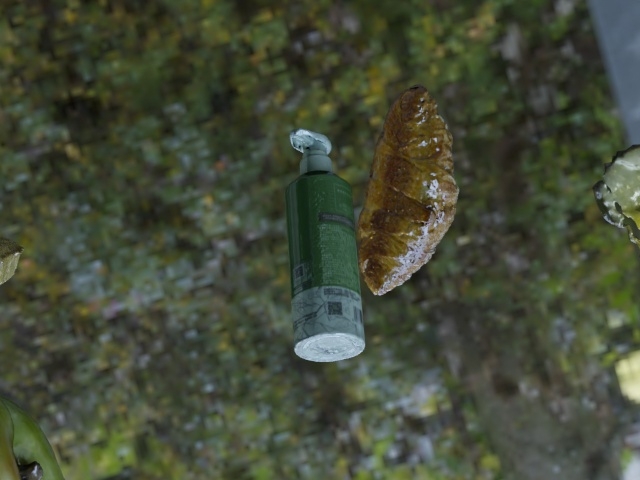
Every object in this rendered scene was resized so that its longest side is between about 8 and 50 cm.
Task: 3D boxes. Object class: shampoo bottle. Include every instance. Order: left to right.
[{"bbox_3d":[0.000,0.000,1.453,0.065,0.204,0.065,-3,153,-2],"label":"shampoo bottle"}]

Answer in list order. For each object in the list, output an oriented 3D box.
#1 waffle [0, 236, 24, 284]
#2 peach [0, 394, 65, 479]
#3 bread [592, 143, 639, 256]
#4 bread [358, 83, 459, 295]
[{"bbox_3d":[-0.483,-0.003,1.922,0.274,0.057,0.168,15,-177,-5],"label":"waffle"},{"bbox_3d":[-0.372,0.266,1.499,0.315,0.314,0.281,-40,139,13],"label":"peach"},{"bbox_3d":[0.259,0.005,1.051,0.140,0.160,0.169,-19,-139,13],"label":"bread"},{"bbox_3d":[0.101,-0.053,1.801,0.105,0.233,0.076,20,-163,37],"label":"bread"}]
